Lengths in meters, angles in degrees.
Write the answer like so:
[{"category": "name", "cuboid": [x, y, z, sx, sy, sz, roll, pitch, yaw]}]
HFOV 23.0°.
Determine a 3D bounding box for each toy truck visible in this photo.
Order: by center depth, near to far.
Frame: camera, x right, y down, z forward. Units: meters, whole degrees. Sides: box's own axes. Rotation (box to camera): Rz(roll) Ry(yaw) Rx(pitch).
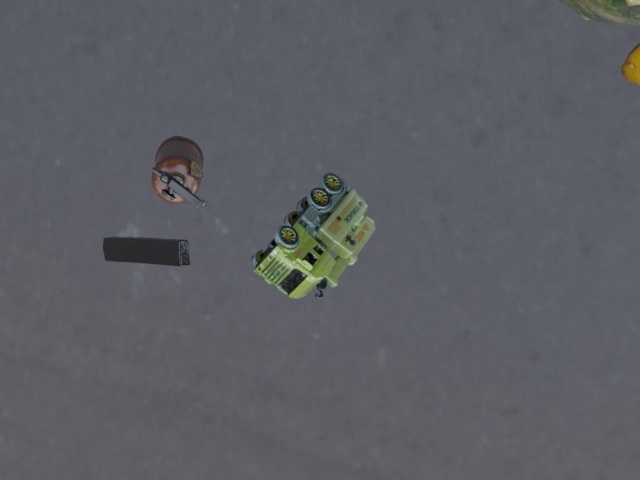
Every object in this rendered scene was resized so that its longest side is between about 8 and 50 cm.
[{"category": "toy truck", "cuboid": [0.000, 0.000, 1.899, 0.100, 0.169, 0.077, 41, 138, -2]}]

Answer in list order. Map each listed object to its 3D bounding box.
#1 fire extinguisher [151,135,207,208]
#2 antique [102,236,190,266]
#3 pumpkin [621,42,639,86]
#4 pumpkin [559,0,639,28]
[{"category": "fire extinguisher", "cuboid": [-0.137, -0.064, 1.536, 0.062, 0.177, 0.050, 36, 98, -11]}, {"category": "antique", "cuboid": [-0.205, 0.012, 1.843, 0.015, 0.192, 0.031, -4, 94, -35]}, {"category": "pumpkin", "cuboid": [0.352, -0.140, 0.975, 0.258, 0.290, 0.095, -27, 108, -13]}, {"category": "pumpkin", "cuboid": [0.331, -0.357, 1.615, 0.257, 0.328, 0.292, 4, 108, -1]}]
